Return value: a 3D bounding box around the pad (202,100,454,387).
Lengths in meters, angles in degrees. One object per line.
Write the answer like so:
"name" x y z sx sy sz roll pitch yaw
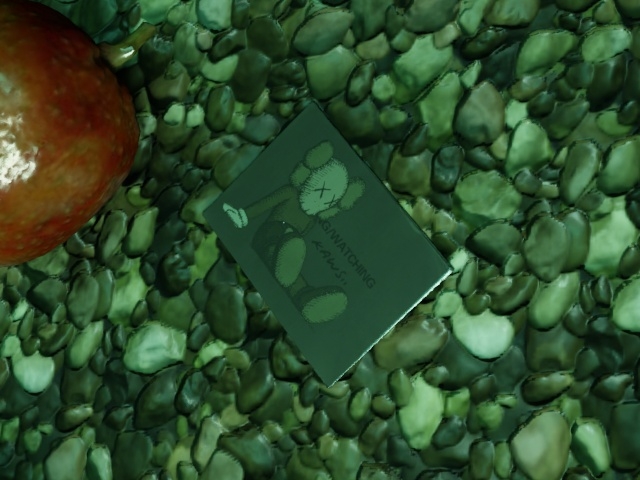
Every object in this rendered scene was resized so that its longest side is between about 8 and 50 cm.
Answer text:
"pad" 0.000 0.000 1.094 0.127 0.004 0.190 -45 59 12

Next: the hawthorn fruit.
"hawthorn fruit" -0.237 -0.098 1.156 0.253 0.205 0.205 -37 60 11
